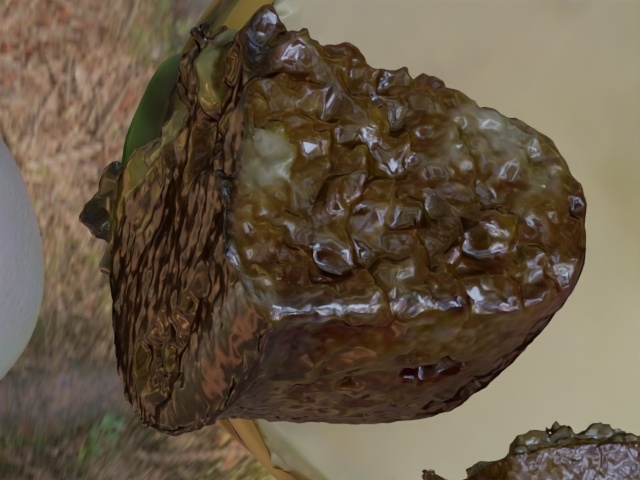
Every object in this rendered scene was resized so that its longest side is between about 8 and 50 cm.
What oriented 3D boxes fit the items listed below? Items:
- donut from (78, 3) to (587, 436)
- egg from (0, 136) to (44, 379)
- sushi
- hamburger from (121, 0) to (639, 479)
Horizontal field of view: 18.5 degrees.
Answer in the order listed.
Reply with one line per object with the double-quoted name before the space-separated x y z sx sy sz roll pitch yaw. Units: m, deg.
"donut" -0.003 0.008 0.626 0.126 0.186 0.144 6 60 -14
"egg" -0.357 0.006 1.356 0.340 0.354 0.354 28 72 -27
"sushi" 0.090 0.098 0.745 0.120 0.052 0.055 -9 67 -25
"hamburger" 0.080 -0.023 1.067 0.395 0.277 0.396 -1 95 -11
